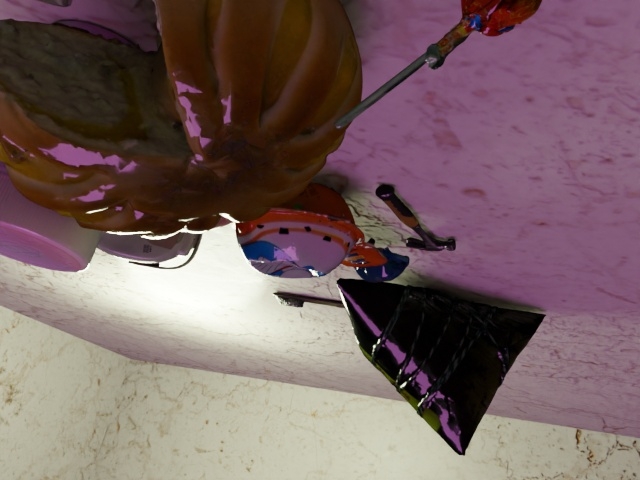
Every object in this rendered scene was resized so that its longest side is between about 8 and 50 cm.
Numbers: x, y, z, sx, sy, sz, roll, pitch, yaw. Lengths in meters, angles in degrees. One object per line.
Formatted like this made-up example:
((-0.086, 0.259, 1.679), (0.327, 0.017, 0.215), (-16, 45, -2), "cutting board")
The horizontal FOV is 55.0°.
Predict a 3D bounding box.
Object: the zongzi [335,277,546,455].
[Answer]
((0.181, 0.182, 1.195), (0.384, 0.319, 0.362), (23, 167, 30), "zongzi")

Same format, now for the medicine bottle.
((-0.295, -0.105, 0.708), (0.152, 0.253, 0.152), (11, 158, 5), "medicine bottle")

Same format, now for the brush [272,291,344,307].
((-0.025, 0.153, 1.490), (0.191, 0.027, 0.034), (7, 159, 15), "brush")

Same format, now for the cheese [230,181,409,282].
((0.000, 0.000, 0.964), (0.329, 0.129, 0.217), (22, 158, -38), "cheese")

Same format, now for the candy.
((0.090, -0.156, 0.508), (0.201, 0.060, 0.060), (-37, 136, 16), "candy")

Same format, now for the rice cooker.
((-0.309, -0.029, 1.061), (0.206, 0.145, 0.127), (18, 170, -19), "rice cooker")

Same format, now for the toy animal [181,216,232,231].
((-0.168, -0.086, 0.812), (0.166, 0.154, 0.250), (29, 154, -33), "toy animal")

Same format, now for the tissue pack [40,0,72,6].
((-0.273, -0.271, 0.495), (0.149, 0.099, 0.106), (14, 158, -2), "tissue pack")

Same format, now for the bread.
((-0.115, -0.111, 0.562), (0.333, 0.160, 0.333), (-15, 145, -11), "bread")

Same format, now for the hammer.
((0.137, -0.029, 0.951), (0.078, 0.021, 0.201), (-3, 153, 36), "hammer")
